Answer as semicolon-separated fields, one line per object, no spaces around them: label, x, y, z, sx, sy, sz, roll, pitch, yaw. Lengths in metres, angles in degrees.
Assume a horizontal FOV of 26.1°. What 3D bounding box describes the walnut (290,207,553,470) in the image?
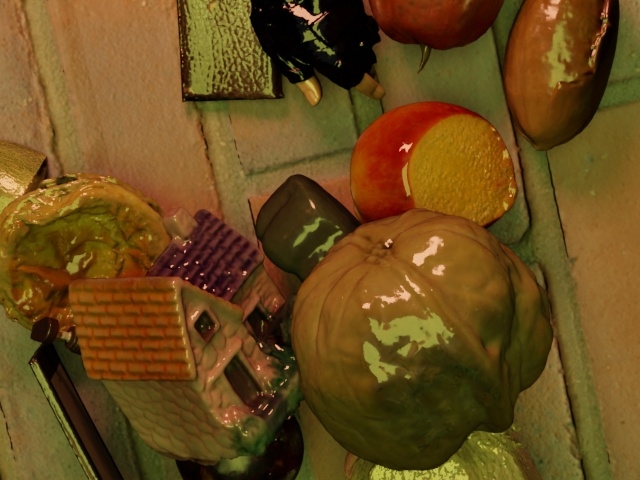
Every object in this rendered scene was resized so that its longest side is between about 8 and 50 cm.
walnut;0.112;0.106;1.541;0.253;0.282;0.277;2;140;36

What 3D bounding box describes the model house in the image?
model house;-0.138;0.096;1.628;0.237;0.202;0.237;-51;123;-32

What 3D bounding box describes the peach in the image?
peach;0.136;-0.075;1.670;0.192;0.190;0.190;-1;97;21

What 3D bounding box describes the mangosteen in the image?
mangosteen;-0.101;0.278;1.746;0.172;0.172;0.184;-7;97;4

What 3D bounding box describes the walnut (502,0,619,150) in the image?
walnut;0.291;-0.229;1.675;0.137;0.137;0.245;12;103;2

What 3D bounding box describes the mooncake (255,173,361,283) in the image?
mooncake;0.000;0.000;1.702;0.168;0.175;0.104;41;97;36

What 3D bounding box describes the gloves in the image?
gloves;0.011;-0.255;1.691;0.203;0.124;0.164;40;92;-2

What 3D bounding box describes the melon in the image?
melon;-0.433;-0.060;1.766;0.128;0.079;0.160;34;98;-2

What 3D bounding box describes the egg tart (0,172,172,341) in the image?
egg tart;-0.299;0.018;1.742;0.241;0.106;0.241;-3;116;-7

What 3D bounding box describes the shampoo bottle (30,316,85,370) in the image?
shampoo bottle;-0.245;0.141;1.728;0.236;0.067;0.068;23;138;-35

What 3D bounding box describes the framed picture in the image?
framed picture;-0.268;0.284;1.706;0.016;0.265;0.347;-27;95;-6

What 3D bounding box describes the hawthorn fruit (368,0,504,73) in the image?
hawthorn fruit;0.138;-0.299;1.656;0.179;0.179;0.200;3;99;3

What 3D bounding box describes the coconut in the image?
coconut;0.168;0.331;1.699;0.233;0.233;0.245;-26;94;6

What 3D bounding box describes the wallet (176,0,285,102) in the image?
wallet;-0.117;-0.297;1.741;0.132;0.039;0.243;-3;98;7
